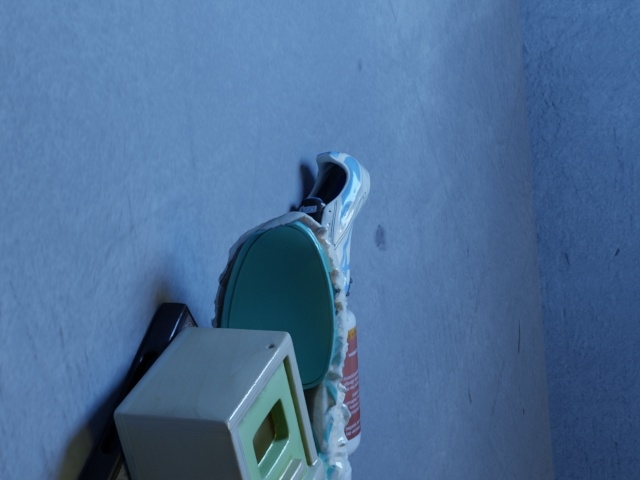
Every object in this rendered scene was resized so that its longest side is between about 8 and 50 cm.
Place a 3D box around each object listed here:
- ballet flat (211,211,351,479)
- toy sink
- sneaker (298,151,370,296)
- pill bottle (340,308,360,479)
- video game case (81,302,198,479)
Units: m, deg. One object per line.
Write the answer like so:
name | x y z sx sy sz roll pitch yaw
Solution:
ballet flat | -0.038 0.154 1.382 0.147 0.147 0.409 -37 130 -63
toy sink | -0.085 0.223 1.242 0.153 0.131 0.234 -52 138 -54
sneaker | 0.000 0.000 1.617 0.086 0.085 0.237 26 69 -38
pill bottle | -0.013 0.191 1.521 0.121 0.121 0.216 -27 115 -65
video game case | -0.146 0.246 1.313 0.275 0.035 0.248 69 31 -43
